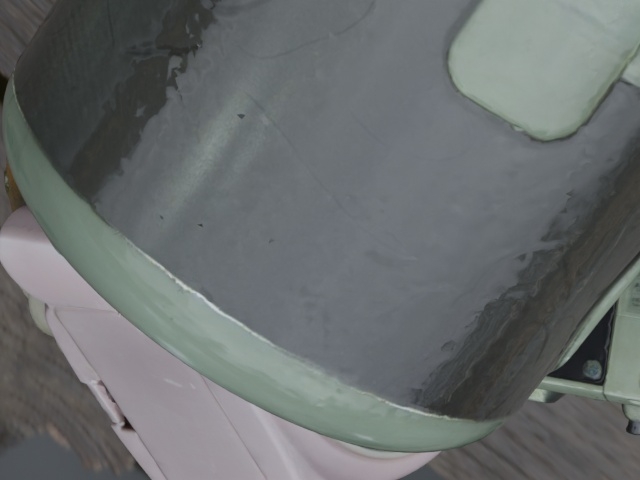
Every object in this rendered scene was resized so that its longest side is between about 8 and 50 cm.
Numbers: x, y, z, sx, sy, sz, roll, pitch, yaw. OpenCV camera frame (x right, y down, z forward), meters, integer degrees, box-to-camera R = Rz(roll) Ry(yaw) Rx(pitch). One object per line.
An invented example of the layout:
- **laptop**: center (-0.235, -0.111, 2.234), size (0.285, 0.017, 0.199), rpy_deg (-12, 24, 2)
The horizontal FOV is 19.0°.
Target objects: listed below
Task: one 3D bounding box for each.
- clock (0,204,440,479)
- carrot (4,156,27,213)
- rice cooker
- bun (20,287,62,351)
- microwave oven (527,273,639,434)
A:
- **clock**: center (0.000, 0.000, 1.185), size (0.326, 0.184, 0.342), rpy_deg (-50, 132, -30)
- **carrot**: center (-0.163, -0.032, 1.117), size (0.049, 0.254, 0.049), rpy_deg (4, 66, -10)
- **rice cooker**: center (0.035, -0.082, 0.817), size (0.288, 0.288, 0.277), rpy_deg (29, 107, -18)
- **bun**: center (-0.196, 0.036, 1.937), size (0.263, 0.175, 0.263), rpy_deg (13, 59, -22)
- **microwave oven**: center (0.169, 0.009, 1.667), size (0.394, 0.333, 0.247), rpy_deg (9, 98, 20)
